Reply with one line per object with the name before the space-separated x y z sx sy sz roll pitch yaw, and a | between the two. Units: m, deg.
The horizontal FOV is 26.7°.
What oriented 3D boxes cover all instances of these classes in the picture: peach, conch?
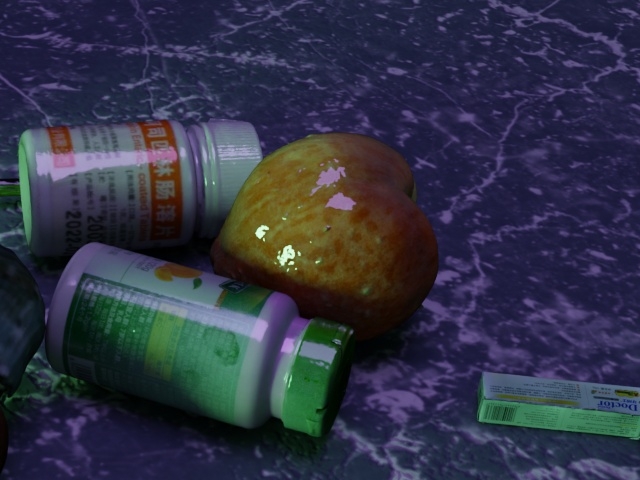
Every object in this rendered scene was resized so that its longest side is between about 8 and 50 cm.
peach | 0.000 0.000 1.365 0.232 0.232 0.232 5 36 -4
conch | -0.381 0.050 1.231 0.277 0.220 0.195 45 85 -1

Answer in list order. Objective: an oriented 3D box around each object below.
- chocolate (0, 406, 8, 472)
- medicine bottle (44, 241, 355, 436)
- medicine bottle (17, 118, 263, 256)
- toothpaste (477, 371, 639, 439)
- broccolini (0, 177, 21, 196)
chocolate | -0.342 0.174 1.118 0.177 0.177 0.177 5 36 -4
medicine bottle | -0.109 0.097 1.265 0.274 0.133 0.133 16 37 10
medicine bottle | -0.192 -0.059 1.454 0.252 0.144 0.144 -4 38 -19
toothpaste | 0.235 0.161 1.321 0.164 0.034 0.046 6 36 -2
broccolini | -0.332 -0.055 1.508 0.239 0.051 0.054 -9 84 -19
